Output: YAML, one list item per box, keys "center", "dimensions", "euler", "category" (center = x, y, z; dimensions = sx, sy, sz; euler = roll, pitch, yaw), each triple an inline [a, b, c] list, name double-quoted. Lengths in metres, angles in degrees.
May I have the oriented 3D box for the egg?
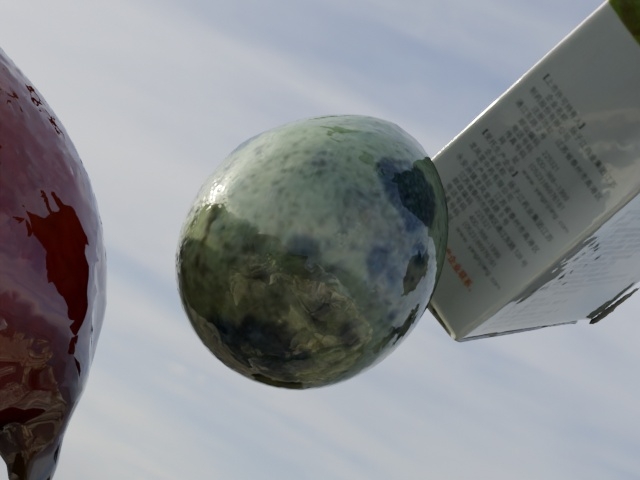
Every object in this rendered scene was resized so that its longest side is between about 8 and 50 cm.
- center: [0.000, 0.000, 0.831]
  dimensions: [0.141, 0.181, 0.141]
  euler: [23, -42, 22]
  category: "egg"

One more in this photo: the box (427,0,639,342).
- center: [0.204, -0.066, 0.941]
  dimensions: [0.200, 0.299, 0.106]
  euler: [-3, 55, -56]
  category: "box"

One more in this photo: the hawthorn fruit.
- center: [-0.261, -0.010, 0.804]
  dimensions: [0.311, 0.295, 0.295]
  euler: [12, -20, 12]
  category: "hawthorn fruit"
